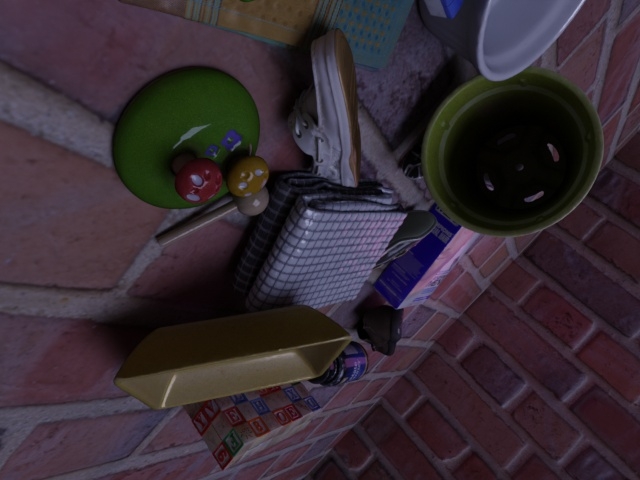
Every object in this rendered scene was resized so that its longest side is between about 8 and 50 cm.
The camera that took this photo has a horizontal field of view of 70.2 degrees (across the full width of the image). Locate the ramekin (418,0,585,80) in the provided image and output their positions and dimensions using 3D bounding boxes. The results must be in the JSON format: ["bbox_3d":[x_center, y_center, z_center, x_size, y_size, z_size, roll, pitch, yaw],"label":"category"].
[{"bbox_3d":[0.263,-0.378,0.621,0.277,0.135,0.277,-32,150,-21],"label":"ramekin"}]

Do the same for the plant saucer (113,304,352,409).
[{"bbox_3d":[-0.142,0.199,0.777,0.332,0.081,0.333,-7,156,-13],"label":"plant saucer"}]

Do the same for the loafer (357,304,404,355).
[{"bbox_3d":[0.183,0.272,1.443,0.366,0.130,0.134,84,15,-64],"label":"loafer"}]

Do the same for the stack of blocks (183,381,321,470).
[{"bbox_3d":[-0.150,0.392,1.073,0.087,0.171,0.297,-53,152,17],"label":"stack of blocks"}]

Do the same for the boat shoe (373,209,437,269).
[{"bbox_3d":[0.175,-0.001,1.080,0.227,0.081,0.069,-26,150,-19],"label":"boat shoe"}]

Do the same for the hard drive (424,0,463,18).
[{"bbox_3d":[0.107,-0.356,0.368,0.318,0.040,0.210,-1,112,-65],"label":"hard drive"}]

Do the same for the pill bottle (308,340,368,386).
[{"bbox_3d":[0.043,0.362,1.341,0.123,0.123,0.219,-53,150,15],"label":"pill bottle"}]

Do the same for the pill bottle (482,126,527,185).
[{"bbox_3d":[0.460,-0.196,1.101,0.283,0.160,0.160,3,127,-55],"label":"pill bottle"}]

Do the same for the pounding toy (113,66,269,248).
[{"bbox_3d":[-0.126,-0.072,0.542,0.182,0.110,0.237,-32,149,-22],"label":"pounding toy"}]

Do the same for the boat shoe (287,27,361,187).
[{"bbox_3d":[0.002,-0.154,0.607,0.277,0.096,0.098,76,20,-65],"label":"boat shoe"}]

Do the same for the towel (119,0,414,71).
[{"bbox_3d":[0.000,-0.325,0.447,0.370,0.040,0.272,-9,135,-45],"label":"towel"}]

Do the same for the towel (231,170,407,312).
[{"bbox_3d":[0.000,0.000,0.805,0.283,0.121,0.235,-6,132,-48],"label":"towel"}]

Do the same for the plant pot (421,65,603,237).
[{"bbox_3d":[0.357,-0.147,0.846,0.276,0.276,0.254,-55,158,19],"label":"plant pot"}]

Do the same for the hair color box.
[{"bbox_3d":[0.318,0.033,1.283,0.185,0.110,0.339,1,127,-52],"label":"hair color box"}]

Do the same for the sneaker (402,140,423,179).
[{"bbox_3d":[0.241,-0.176,0.941,0.170,0.068,0.071,-39,157,-12],"label":"sneaker"}]
